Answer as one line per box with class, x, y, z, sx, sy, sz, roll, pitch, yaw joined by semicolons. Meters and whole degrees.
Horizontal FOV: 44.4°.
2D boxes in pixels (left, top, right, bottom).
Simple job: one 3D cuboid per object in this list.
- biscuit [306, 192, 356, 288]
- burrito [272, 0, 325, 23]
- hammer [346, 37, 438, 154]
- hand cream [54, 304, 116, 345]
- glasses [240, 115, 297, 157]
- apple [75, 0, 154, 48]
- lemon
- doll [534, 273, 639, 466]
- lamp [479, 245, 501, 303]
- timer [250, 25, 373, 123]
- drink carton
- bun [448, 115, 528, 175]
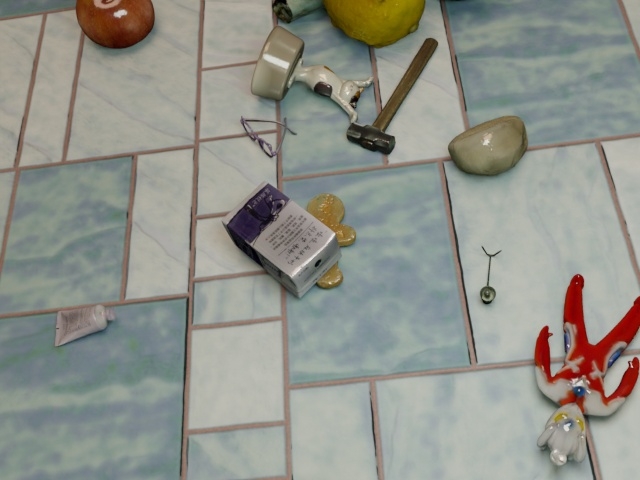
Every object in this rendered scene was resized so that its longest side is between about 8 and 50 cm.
biscuit;0.000;0.000;1.697;0.153;0.030;0.234;2;59;10
burrito;-0.010;-0.648;2.053;0.229;0.089;0.144;-32;16;-10
hammer;0.192;-0.358;1.885;0.111;0.043;0.365;21;62;22
hand cream;-0.501;0.173;1.671;0.142;0.053;0.084;-17;56;17
glasses;-0.111;-0.265;1.860;0.104;0.062;0.140;-35;61;-13
apple;-0.547;-0.610;2.082;0.201;0.162;0.201;-5;58;8
lemon;0.128;-0.606;1.932;0.288;0.233;0.233;38;70;5
doll;0.482;0.240;1.441;0.189;0.099;0.383;17;60;18
lamp;0.342;0.074;1.590;0.041;0.054;0.121;5;67;12
timer;-0.014;-0.387;1.890;0.266;0.175;0.175;22;63;0
drink carton;-0.079;-0.004;1.640;0.222;0.101;0.134;37;71;29
bun;0.372;-0.197;1.706;0.173;0.166;0.113;-22;101;4
